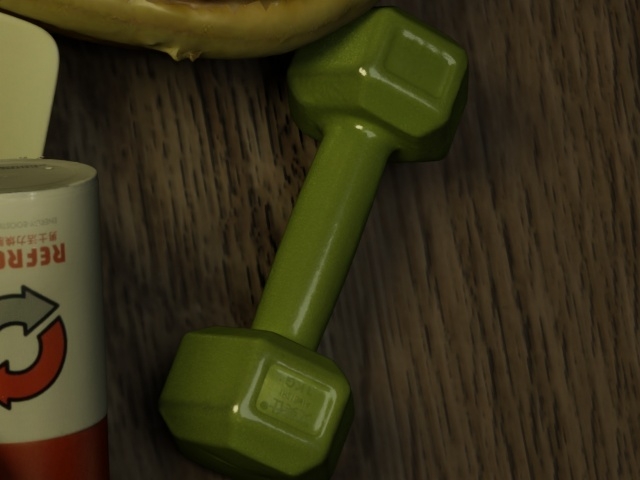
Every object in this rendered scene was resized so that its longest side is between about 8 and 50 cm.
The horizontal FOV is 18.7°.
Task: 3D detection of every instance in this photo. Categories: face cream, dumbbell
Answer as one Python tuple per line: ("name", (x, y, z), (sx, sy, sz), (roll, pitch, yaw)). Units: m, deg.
("face cream", (-0.159, 0.070, 1.020), (0.096, 0.096, 0.214), (-8, 104, -27))
("dumbbell", (0.000, 0.000, 1.186), (0.121, 0.108, 0.302), (28, 68, -17))

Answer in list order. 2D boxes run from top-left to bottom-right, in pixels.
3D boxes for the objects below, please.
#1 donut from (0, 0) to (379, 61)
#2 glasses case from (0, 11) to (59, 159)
("donut", (-0.113, -0.308, 1.151), (0.449, 0.198, 0.449), (6, 76, -23))
("glasses case", (-0.300, -0.089, 1.036), (0.313, 0.070, 0.131), (15, 74, -26))
